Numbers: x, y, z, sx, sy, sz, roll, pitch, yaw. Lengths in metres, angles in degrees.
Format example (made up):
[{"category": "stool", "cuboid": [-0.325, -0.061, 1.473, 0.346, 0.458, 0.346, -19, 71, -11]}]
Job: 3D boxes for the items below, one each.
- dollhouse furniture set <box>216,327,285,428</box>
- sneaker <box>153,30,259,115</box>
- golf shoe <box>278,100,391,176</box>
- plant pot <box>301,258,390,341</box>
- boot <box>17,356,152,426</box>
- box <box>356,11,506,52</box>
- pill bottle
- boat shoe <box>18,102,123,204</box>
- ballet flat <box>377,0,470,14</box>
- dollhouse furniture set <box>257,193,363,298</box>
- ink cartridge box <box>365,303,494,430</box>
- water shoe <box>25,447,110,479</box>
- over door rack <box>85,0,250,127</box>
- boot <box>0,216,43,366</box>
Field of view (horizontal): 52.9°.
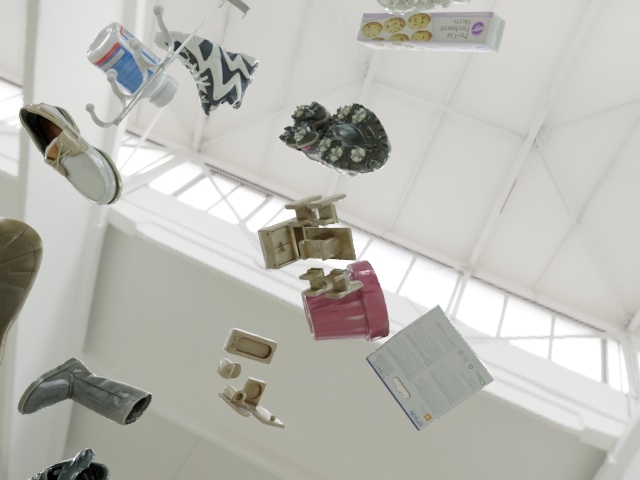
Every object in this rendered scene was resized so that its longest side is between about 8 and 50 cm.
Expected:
[{"category": "dollhouse furniture set", "cuboid": [-0.133, 0.289, 1.355, 0.123, 0.144, 0.151, 20, -95, 53]}, {"category": "sneaker", "cuboid": [-0.260, -0.355, 1.400, 0.094, 0.235, 0.153, 24, -79, 52]}, {"category": "golf shoe", "cuboid": [0.046, -0.157, 1.049, 0.120, 0.273, 0.105, 33, -90, -35]}, {"category": "plant pot", "cuboid": [0.054, 0.162, 1.582, 0.180, 0.201, 0.201, -14, -71, -7]}, {"category": "boot", "cuboid": [-0.492, 0.340, 1.351, 0.208, 0.189, 0.076, 28, -53, 14]}, {"category": "box", "cuboid": [0.220, -0.435, 1.339, 0.324, 0.063, 0.067, 18, -83, 40]}, {"category": "pill bottle", "cuboid": [-0.477, -0.443, 1.658, 0.124, 0.124, 0.221, -25, -44, 28]}, {"category": "boat shoe", "cuboid": [-0.559, -0.188, 1.419, 0.302, 0.103, 0.113, 44, -73, 19]}, {"category": "ballet flat", "cuboid": [0.227, -0.349, 0.691, 0.409, 0.147, 0.147, -32, -82, 42]}, {"category": "dollhouse furniture set", "cuboid": [0.000, 0.000, 1.477, 0.242, 0.161, 0.212, 2, -72, 46]}, {"category": "ink cartridge box", "cuboid": [0.262, 0.305, 1.552, 0.224, 0.045, 0.223, -37, -96, 9]}, {"category": "water shoe", "cuboid": [-0.146, 0.221, 0.430, 0.203, 0.080, 0.073, 39, -25, 37]}, {"category": "over door rack", "cuboid": [-0.320, -0.380, 1.301, 0.108, 0.324, 0.239, 49, -45, -12]}, {"category": "boot", "cuboid": [-0.340, 0.068, 0.552, 0.165, 0.077, 0.213, 14, -105, 38]}]
